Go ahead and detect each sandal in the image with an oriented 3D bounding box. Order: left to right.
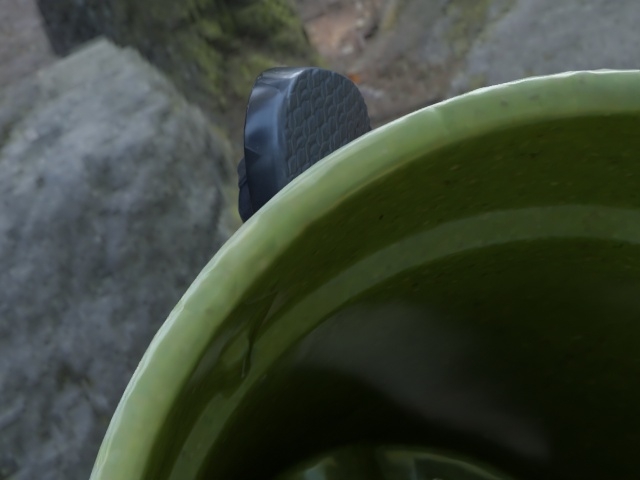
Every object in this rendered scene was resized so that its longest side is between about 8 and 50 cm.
[{"bbox_3d":[0.000,0.001,0.778,0.054,0.254,0.097,3,70,15],"label":"sandal"}]

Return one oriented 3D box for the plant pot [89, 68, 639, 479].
[{"bbox_3d":[0.056,0.126,0.476,0.276,0.276,0.254,-36,-6,-19],"label":"plant pot"}]
